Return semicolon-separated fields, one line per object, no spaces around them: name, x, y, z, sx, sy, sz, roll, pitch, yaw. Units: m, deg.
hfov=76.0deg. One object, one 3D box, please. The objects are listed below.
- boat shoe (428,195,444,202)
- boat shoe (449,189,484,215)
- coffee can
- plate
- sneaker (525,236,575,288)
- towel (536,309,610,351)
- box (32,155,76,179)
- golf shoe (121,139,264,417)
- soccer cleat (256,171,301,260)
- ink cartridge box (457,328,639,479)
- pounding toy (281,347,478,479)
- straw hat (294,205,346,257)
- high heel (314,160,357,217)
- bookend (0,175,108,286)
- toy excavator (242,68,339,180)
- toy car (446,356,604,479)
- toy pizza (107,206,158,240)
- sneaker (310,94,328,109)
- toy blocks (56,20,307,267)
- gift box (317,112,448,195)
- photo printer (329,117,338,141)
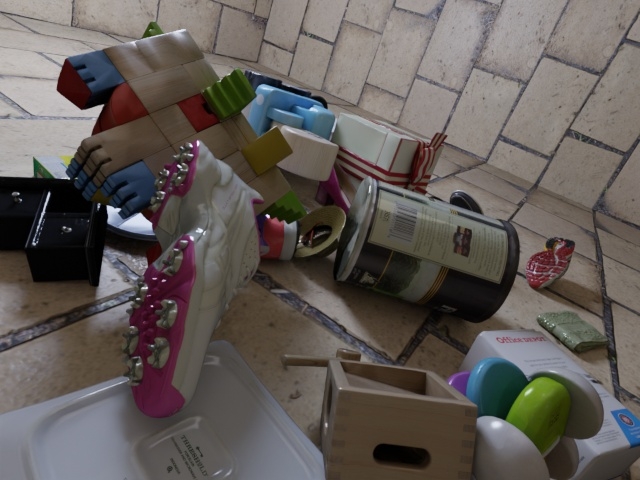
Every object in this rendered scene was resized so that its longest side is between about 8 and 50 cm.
boat shoe;0.260;-0.033;1.011;0.123;0.117;0.324;22;26;4
boat shoe;0.368;-0.024;1.019;0.075;0.206;0.065;-10;19;46
coffee can;0.184;0.017;0.762;0.275;0.202;0.202;18;26;-5
plate;-0.122;0.204;0.361;0.277;0.045;0.277;-11;40;-46
sneaker;0.622;0.075;1.099;0.225;0.093;0.088;-28;32;-35
towel;0.544;0.191;0.883;0.148;0.027;0.110;3;30;-32
box;-0.432;-0.128;0.789;0.105;0.043;0.179;34;32;28
golf shoe;-0.119;0.031;0.449;0.140;0.115;0.307;29;49;-40
soccer cleat;-0.129;-0.072;0.832;0.116;0.109;0.318;5;32;-21
ink cartridge box;0.324;0.228;0.585;0.148;0.086;0.203;6;28;-28
pounding toy;0.040;0.186;0.456;0.180;0.094;0.206;8;-5;-2
straw hat;0.000;0.000;0.813;0.061;0.144;0.144;54;6;-34
high heel;0.091;-0.106;1.032;0.082;0.117;0.244;-9;38;-46
bookend;-0.381;-0.014;0.552;0.157;0.072;0.156;0;40;-21
toy excavator;-0.060;-0.280;1.067;0.445;0.223;0.432;29;21;28
toy car;0.192;0.203;0.439;0.159;0.182;0.136;-21;37;-29
toy pizza;-0.306;-0.051;0.736;0.201;0.032;0.201;15;30;-9
sneaker;-0.124;-0.431;1.395;0.281;0.107;0.163;-25;37;-5
toy blocks;-0.223;-0.122;0.589;0.261;0.190;0.382;-43;105;-42
gift box;0.192;-0.213;1.162;0.276;0.255;0.258;-12;38;-42
photo printer;-0.016;-0.411;1.561;0.307;0.107;0.256;4;31;-29
